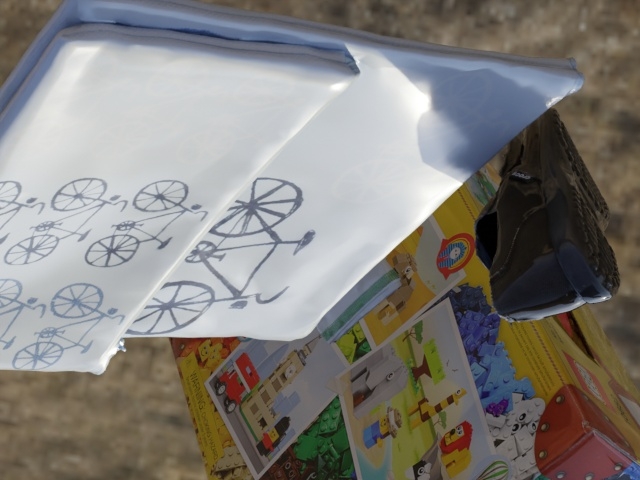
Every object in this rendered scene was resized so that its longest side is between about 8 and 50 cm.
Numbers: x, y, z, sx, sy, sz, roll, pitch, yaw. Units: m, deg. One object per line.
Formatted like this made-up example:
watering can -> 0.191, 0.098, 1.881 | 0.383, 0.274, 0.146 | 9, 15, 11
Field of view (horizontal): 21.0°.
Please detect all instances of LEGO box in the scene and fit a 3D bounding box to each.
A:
LEGO box -> 0.085, 0.165, 1.653 | 0.372, 0.500, 0.193 | -42, 127, 15

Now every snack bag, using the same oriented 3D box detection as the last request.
snack bag -> -0.064, -0.014, 0.975 | 0.343, 0.037, 0.323 | 3, 145, -38

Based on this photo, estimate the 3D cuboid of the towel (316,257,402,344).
towel -> 0.000, 0.000, 1.457 | 0.023, 0.152, 0.113 | -23, 165, -43

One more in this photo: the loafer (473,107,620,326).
loafer -> 0.125, -0.017, 1.036 | 0.078, 0.220, 0.080 | -27, 105, 14
